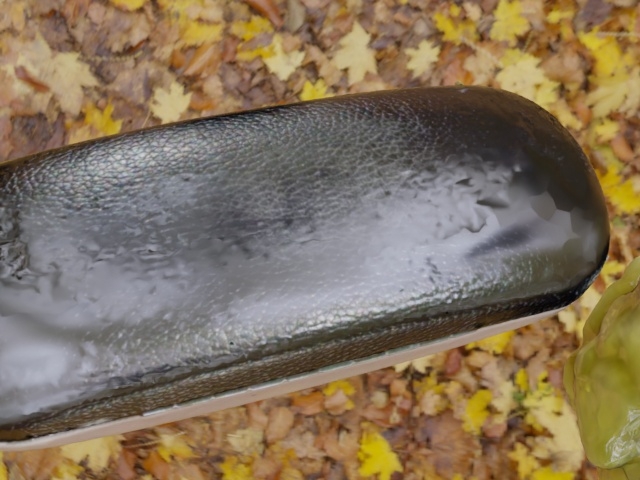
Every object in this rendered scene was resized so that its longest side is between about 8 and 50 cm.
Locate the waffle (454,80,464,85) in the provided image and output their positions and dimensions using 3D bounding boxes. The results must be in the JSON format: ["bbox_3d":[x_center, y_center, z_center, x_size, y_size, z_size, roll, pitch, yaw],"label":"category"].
[{"bbox_3d":[0.000,0.000,0.551,0.211,0.160,0.055,-32,77,-37],"label":"waffle"}]

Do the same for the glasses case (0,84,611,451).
[{"bbox_3d":[-0.019,0.003,0.398,0.314,0.075,0.122,-12,62,-17],"label":"glasses case"}]

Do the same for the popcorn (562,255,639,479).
[{"bbox_3d":[0.269,0.126,0.508,0.286,0.215,0.252,42,107,12],"label":"popcorn"}]
